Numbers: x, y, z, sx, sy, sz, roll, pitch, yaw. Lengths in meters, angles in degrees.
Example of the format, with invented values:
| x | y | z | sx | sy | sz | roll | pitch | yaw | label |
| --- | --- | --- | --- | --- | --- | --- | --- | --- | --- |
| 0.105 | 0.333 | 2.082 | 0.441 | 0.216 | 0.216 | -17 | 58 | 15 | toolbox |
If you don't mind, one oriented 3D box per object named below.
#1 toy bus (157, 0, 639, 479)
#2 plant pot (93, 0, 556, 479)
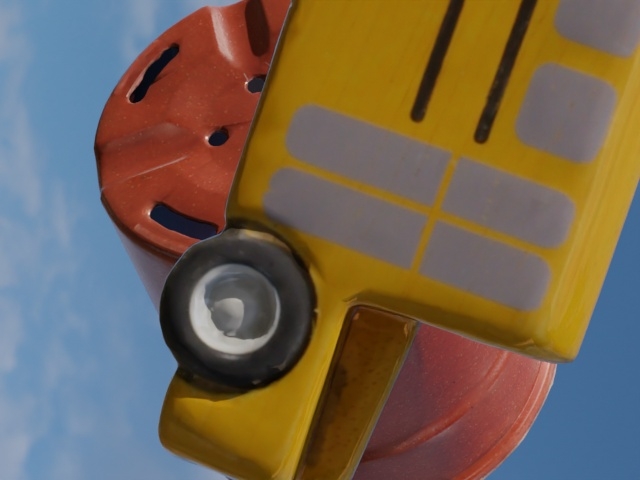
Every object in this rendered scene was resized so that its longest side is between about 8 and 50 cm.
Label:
| x | y | z | sx | sy | sz | roll | pitch | yaw | label |
| --- | --- | --- | --- | --- | --- | --- | --- | --- | --- |
| 0.053 | -0.075 | 0.418 | 0.108 | 0.130 | 0.333 | -22 | 130 | -83 | toy bus |
| 0.000 | 0.000 | 0.774 | 0.272 | 0.265 | 0.272 | -8 | -126 | 12 | plant pot |
